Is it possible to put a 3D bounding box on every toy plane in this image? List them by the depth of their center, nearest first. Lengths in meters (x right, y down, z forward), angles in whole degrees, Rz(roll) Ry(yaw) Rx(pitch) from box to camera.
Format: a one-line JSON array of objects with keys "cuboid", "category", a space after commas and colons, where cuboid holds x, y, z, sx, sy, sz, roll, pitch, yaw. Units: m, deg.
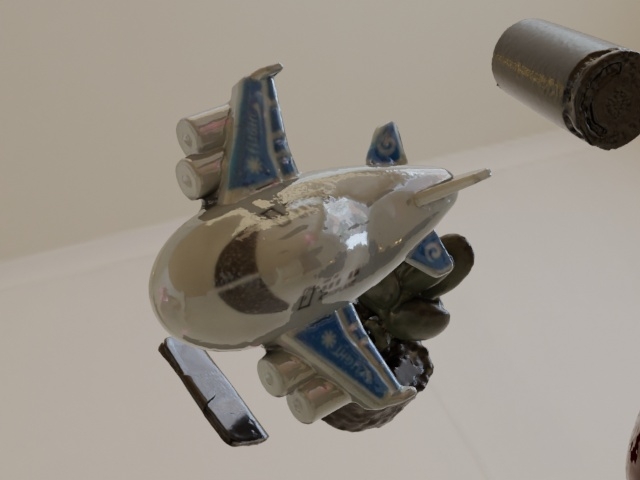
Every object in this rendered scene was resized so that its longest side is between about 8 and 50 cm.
[{"cuboid": [-0.003, 0.001, 0.825, 0.267, 0.266, 0.123, -26, -177, -27], "category": "toy plane"}]

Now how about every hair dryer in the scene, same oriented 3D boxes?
[{"cuboid": [0.307, -0.143, 1.065, 0.251, 0.089, 0.197, 5, -162, -18], "category": "hair dryer"}]

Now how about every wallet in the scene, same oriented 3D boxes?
[{"cuboid": [-0.123, 0.171, 1.275, 0.156, 0.018, 0.082, 51, -162, 22], "category": "wallet"}]

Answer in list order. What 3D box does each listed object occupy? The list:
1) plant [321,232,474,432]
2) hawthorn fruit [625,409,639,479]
[{"cuboid": [0.074, 0.090, 1.270, 0.146, 0.274, 0.149, -20, -124, -38], "category": "plant"}, {"cuboid": [0.318, 0.173, 0.845, 0.185, 0.202, 0.185, -6, -105, 25], "category": "hawthorn fruit"}]
